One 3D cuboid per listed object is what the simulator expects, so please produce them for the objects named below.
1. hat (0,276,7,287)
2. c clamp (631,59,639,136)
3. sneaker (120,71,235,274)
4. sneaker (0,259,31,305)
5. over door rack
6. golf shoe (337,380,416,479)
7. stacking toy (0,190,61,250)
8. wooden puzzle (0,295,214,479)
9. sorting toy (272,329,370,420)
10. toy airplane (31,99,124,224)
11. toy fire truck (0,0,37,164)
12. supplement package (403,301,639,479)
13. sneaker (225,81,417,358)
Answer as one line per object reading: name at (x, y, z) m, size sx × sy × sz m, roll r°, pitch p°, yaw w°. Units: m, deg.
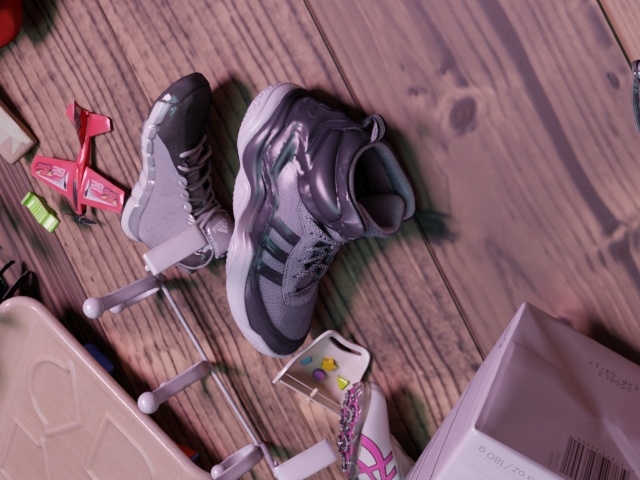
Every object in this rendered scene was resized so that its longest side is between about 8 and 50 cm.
hat at (-0.502, 0.107, 1.494) m, size 0.183 × 0.173 × 0.208 m, roll 133°, pitch 145°, yaw -64°
c clamp at (0.284, -0.122, 0.796) m, size 0.160 × 0.022 × 0.137 m, roll -31°, pitch 91°, yaw 41°
sneaker at (-0.116, -0.052, 1.122) m, size 0.132 × 0.086 × 0.229 m, roll 40°, pitch 138°, yaw 15°
sneaker at (-0.422, 0.106, 1.382) m, size 0.051 × 0.089 × 0.170 m, roll 33°, pitch 103°, yaw -1°
over door rack at (-0.124, 0.132, 1.091) m, size 0.239 × 0.108 × 0.324 m, roll 58°, pitch 162°, yaw 1°
golf shoe at (0.059, 0.215, 1.088) m, size 0.086 × 0.067 × 0.186 m, roll -4°, pitch 115°, yaw -5°
stacking toy at (-0.420, -0.025, 1.327) m, size 0.221 × 0.052 × 0.167 m, roll 42°, pitch 98°, yaw 29°
wooden puzzle at (-0.282, 0.270, 1.388) m, size 0.348 × 0.080 × 0.322 m, roll 39°, pitch 128°, yaw 16°
sorting toy at (0.009, 0.124, 1.104) m, size 0.083 × 0.045 × 0.075 m, roll 32°, pitch 115°, yaw -12°
toy airplane at (-0.268, -0.088, 1.260) m, size 0.151 × 0.028 × 0.151 m, roll 15°, pitch 116°, yaw 33°
toy fire truck at (-0.397, -0.217, 1.252) m, size 0.217 × 0.246 × 0.158 m, roll -25°, pitch 56°, yaw 27°
supplement package at (0.155, 0.235, 0.910) m, size 0.177 × 0.175 × 0.293 m, roll 29°, pitch 126°, yaw 5°
sneaker at (0.000, 0.000, 1.021) m, size 0.153 × 0.101 × 0.269 m, roll 19°, pitch 116°, yaw 36°
